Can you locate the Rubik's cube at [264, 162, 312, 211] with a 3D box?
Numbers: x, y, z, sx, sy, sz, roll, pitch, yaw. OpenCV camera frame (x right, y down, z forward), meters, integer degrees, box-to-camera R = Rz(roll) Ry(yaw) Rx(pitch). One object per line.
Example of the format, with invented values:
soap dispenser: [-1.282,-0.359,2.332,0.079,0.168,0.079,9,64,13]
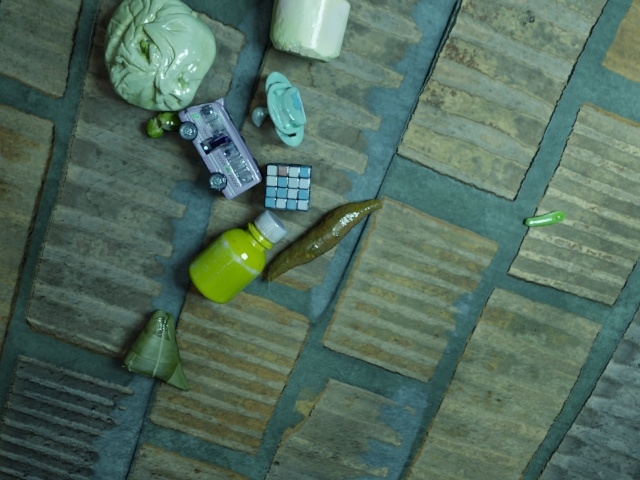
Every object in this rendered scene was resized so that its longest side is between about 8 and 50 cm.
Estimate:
Rubik's cube: [-0.066,-0.114,0.917,0.092,0.092,0.092,5,102,-1]

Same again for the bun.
bun: [-0.318,-0.361,0.840,0.229,0.145,0.229,0,106,0]

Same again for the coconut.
coconut: [-0.019,-0.427,0.822,0.147,0.147,0.152,12,109,-2]

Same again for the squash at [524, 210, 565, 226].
squash: [0.499,-0.046,0.966,0.089,0.027,0.027,-15,102,5]

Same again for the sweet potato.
sweet potato: [0.000,0.000,0.955,0.314,0.072,0.066,-38,114,6]

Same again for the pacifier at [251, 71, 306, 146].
pacifier: [-0.094,-0.260,0.885,0.117,0.127,0.150,-7,111,26]

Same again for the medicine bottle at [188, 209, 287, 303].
medicine bottle: [-0.170,0.027,0.934,0.212,0.122,0.122,-41,99,8]

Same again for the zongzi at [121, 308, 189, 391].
zongzi: [-0.347,0.260,1.015,0.176,0.078,0.160,32,101,-17]

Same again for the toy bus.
toy bus: [-0.203,-0.189,0.900,0.108,0.096,0.199,-28,103,2]

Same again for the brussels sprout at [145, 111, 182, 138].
brussels sprout: [-0.330,-0.241,0.912,0.083,0.051,0.046,-26,75,5]
